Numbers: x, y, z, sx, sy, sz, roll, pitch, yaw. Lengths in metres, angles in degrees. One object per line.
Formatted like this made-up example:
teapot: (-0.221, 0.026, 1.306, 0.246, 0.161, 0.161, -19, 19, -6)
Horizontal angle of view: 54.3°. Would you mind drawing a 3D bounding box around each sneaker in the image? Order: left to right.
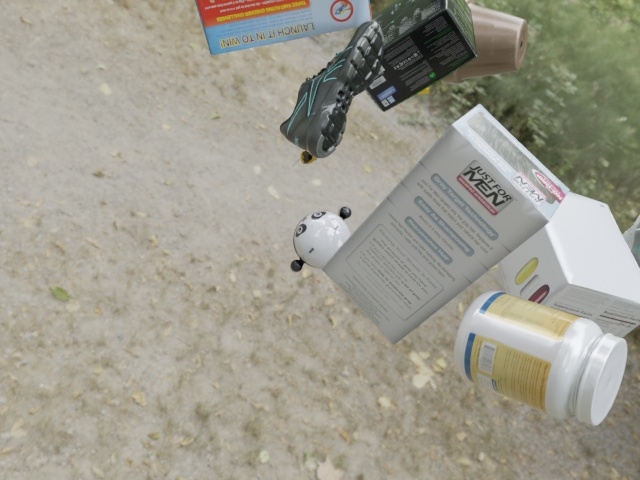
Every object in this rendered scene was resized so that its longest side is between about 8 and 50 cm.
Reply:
sneaker: (0.020, -0.281, 1.113, 0.106, 0.267, 0.101, 26, -7, 29)
sneaker: (0.636, -0.008, 1.263, 0.054, 0.152, 0.061, 10, 26, -9)

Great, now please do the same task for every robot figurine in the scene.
robot figurine: (0.000, -0.003, 1.871, 0.174, 0.209, 0.278, 3, -1, -3)

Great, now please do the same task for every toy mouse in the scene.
toy mouse: (-0.026, -0.287, 1.746, 0.031, 0.143, 0.161, -7, 4, -40)

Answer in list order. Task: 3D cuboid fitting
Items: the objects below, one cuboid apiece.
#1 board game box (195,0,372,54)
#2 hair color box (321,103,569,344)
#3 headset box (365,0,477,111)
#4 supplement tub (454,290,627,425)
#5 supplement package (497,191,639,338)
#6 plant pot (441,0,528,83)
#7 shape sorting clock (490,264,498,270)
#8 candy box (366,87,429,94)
board game box: (-0.081, -0.505, 1.080, 0.308, 0.302, 0.086, -10, 41, 3)
hair color box: (0.179, -0.011, 0.990, 0.185, 0.374, 0.113, 46, 44, 6)
headset box: (0.215, -0.469, 1.443, 0.131, 0.246, 0.283, 47, 32, -28)
supplement tub: (0.308, 0.164, 0.885, 0.200, 0.144, 0.144, 18, 12, 40)
supplement package: (0.458, 0.043, 1.169, 0.204, 0.145, 0.261, 15, 44, -19)
plant pot: (0.501, -0.605, 1.906, 0.229, 0.263, 0.263, 12, 16, 26)
shape sorting clock: (0.505, 0.025, 1.933, 0.040, 0.206, 0.206, 53, 16, -31)
candy box: (0.260, -0.527, 2.069, 0.206, 0.027, 0.105, 2, 58, 14)
